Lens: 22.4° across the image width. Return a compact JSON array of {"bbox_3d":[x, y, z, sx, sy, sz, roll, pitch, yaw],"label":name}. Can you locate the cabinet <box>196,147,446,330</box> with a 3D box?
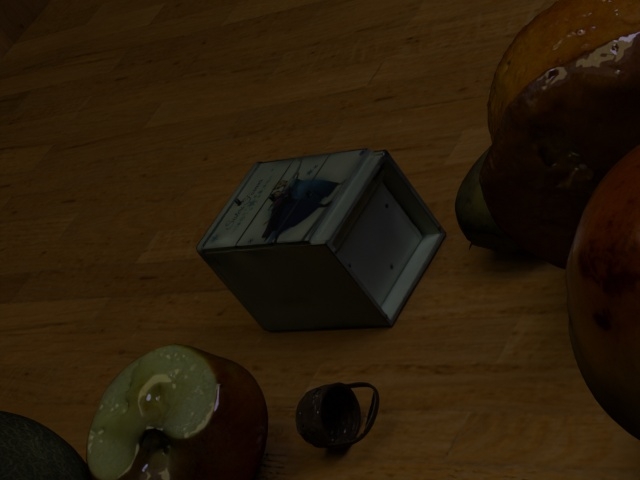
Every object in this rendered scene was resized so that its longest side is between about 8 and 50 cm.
[{"bbox_3d":[0.000,0.000,1.821,0.206,0.150,0.145,-5,43,45],"label":"cabinet"}]

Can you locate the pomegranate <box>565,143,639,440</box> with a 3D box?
[{"bbox_3d":[0.349,0.040,1.233,0.319,0.319,0.319,-29,30,18],"label":"pomegranate"}]

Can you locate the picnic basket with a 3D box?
[{"bbox_3d":[0.023,0.175,1.626,0.083,0.072,0.072,-11,38,39],"label":"picnic basket"}]

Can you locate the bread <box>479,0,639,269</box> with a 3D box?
[{"bbox_3d":[0.288,-0.101,1.465,0.312,0.312,0.172,-26,46,22],"label":"bread"}]

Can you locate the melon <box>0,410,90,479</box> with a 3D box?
[{"bbox_3d":[-0.350,0.298,1.702,0.302,0.237,0.237,13,57,51],"label":"melon"}]

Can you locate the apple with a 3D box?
[{"bbox_3d":[-0.142,0.209,1.668,0.195,0.160,0.173,-35,24,10],"label":"apple"}]

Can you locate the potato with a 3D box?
[{"bbox_3d":[0.247,-0.073,1.685,0.251,0.113,0.149,-41,34,14],"label":"potato"}]
